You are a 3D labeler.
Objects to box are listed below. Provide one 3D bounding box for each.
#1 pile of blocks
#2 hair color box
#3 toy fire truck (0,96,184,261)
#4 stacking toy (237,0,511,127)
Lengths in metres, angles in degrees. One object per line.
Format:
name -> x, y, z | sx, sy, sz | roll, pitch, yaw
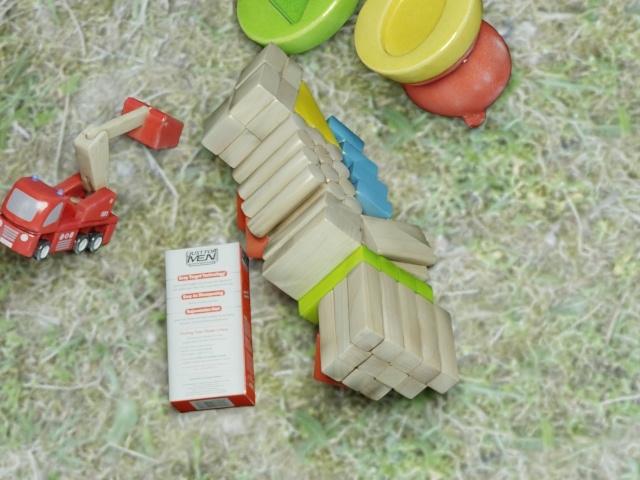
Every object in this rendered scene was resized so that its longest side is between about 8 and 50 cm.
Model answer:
pile of blocks -> 0.000, 0.000, 1.624 | 0.112, 0.149, 0.362 | -41, 56, 29
hair color box -> -0.098, 0.077, 1.639 | 0.072, 0.043, 0.141 | -6, 70, 9
toy fire truck -> -0.206, -0.058, 1.660 | 0.047, 0.192, 0.135 | 29, 106, 20
stacking toy -> 0.088, -0.256, 1.720 | 0.280, 0.130, 0.309 | 6, 66, 41
